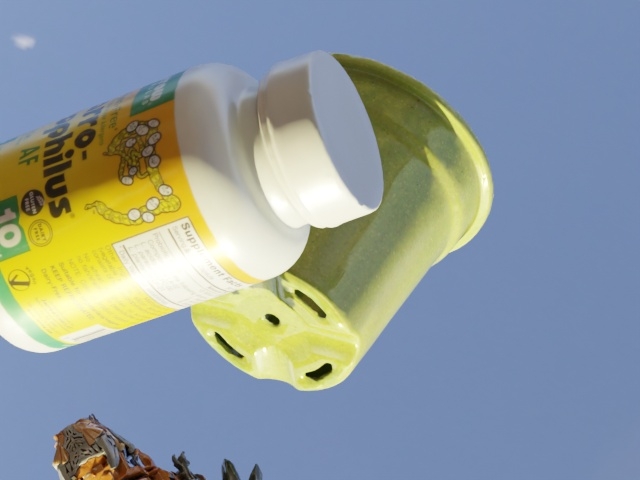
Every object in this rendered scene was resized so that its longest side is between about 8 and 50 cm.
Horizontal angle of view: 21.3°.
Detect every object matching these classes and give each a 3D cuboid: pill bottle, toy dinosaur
[{"bbox_3d":[-0.078,-0.024,0.892,0.208,0.117,0.117,-19,-113,20],"label":"pill bottle"},{"bbox_3d":[-0.120,0.291,1.448,0.164,0.218,0.322,-15,-89,2],"label":"toy dinosaur"}]

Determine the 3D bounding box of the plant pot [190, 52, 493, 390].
[{"bbox_3d":[0.000,0.000,1.683,0.276,0.276,0.254,-4,-139,35],"label":"plant pot"}]
